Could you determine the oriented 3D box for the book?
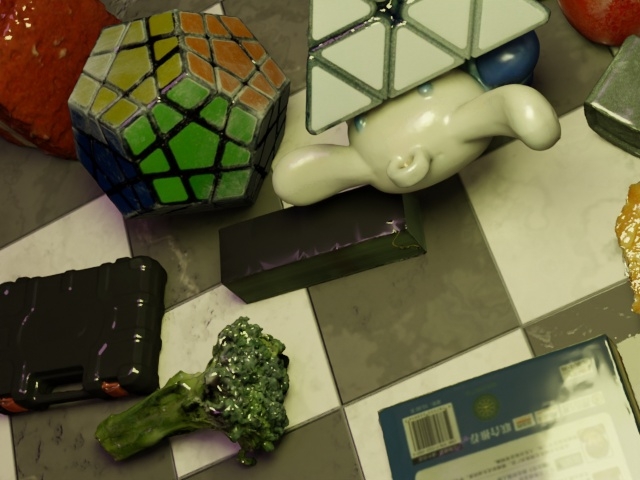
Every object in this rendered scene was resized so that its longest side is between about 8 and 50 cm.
[{"bbox_3d":[0.241,0.340,1.157,0.300,0.039,0.428,-21,58,17],"label":"book"}]

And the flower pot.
[{"bbox_3d":[0.435,-0.144,1.260,0.229,0.103,0.108,33,84,34],"label":"flower pot"}]

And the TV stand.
[{"bbox_3d":[0.000,0.000,1.423,0.269,0.083,0.088,-17,59,18],"label":"TV stand"}]

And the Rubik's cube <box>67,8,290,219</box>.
[{"bbox_3d":[-0.195,-0.172,1.492,0.264,0.319,0.319,-37,50,-28],"label":"Rubik's cube"}]

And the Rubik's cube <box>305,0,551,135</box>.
[{"bbox_3d":[0.083,-0.285,1.239,0.228,0.233,0.229,-14,76,-28],"label":"Rubik's cube"}]

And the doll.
[{"bbox_3d":[0.146,-0.197,1.332,0.376,0.187,0.366,4,43,25],"label":"doll"}]

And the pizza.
[{"bbox_3d":[0.406,0.040,1.210,0.127,0.058,0.246,-28,58,11],"label":"pizza"}]

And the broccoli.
[{"bbox_3d":[-0.176,0.219,1.385,0.304,0.145,0.165,-26,52,28],"label":"broccoli"}]

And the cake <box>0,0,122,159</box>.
[{"bbox_3d":[-0.510,-0.323,1.723,0.319,0.269,0.270,19,76,31],"label":"cake"}]

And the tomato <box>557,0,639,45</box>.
[{"bbox_3d":[0.379,-0.333,1.348,0.167,0.167,0.167,-11,62,22],"label":"tomato"}]

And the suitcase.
[{"bbox_3d":[-0.360,0.138,1.545,0.285,0.066,0.206,-11,61,22],"label":"suitcase"}]
